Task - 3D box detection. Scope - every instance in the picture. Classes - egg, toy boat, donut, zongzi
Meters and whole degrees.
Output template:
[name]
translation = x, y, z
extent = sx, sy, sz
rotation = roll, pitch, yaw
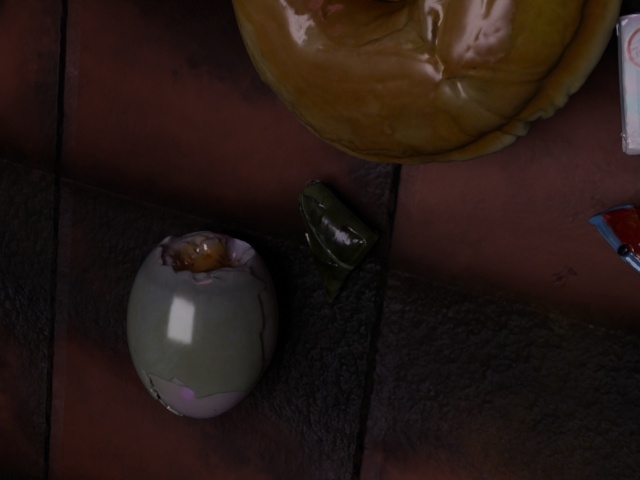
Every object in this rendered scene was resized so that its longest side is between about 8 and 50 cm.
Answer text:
[egg]
translation = -0.140, 0.109, 1.275
extent = 0.183, 0.183, 0.217
rotation = 19, 118, 25
[toy boat]
translation = 0.336, 0.028, 1.043
extent = 0.173, 0.069, 0.059
rotation = 44, 132, 8
[donut]
translation = 0.084, -0.290, 1.041
extent = 0.449, 0.198, 0.449
rotation = 9, 107, 32
[zongzi]
translation = 0.000, 0.000, 1.244
extent = 0.109, 0.055, 0.119
rotation = 46, 131, 16

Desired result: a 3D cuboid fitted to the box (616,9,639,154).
[box]
translation = 0.403, -0.151, 0.954
extent = 0.269, 0.079, 0.135
rotation = 0, 101, 30
